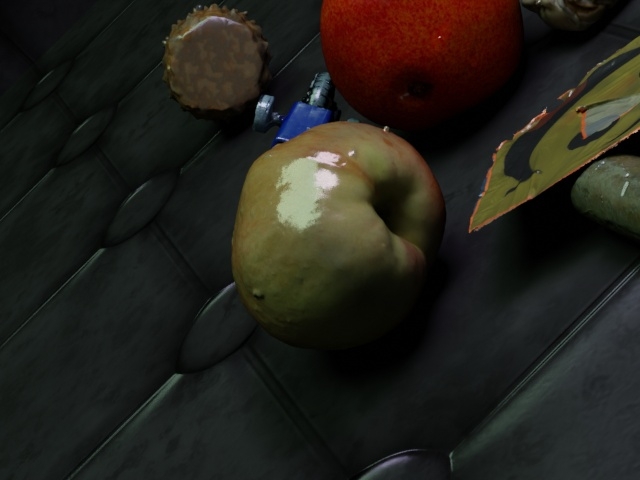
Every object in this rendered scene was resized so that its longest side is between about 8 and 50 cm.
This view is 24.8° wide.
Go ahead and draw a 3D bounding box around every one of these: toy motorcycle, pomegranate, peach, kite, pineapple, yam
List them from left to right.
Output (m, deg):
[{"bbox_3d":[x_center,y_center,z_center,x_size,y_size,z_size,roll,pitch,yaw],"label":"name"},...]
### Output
[{"bbox_3d":[-0.157,-0.261,2.120,0.169,0.169,0.340,-44,11,1],"label":"pineapple"},{"bbox_3d":[-0.029,-0.066,1.603,0.315,0.113,0.168,-68,-9,-57],"label":"toy motorcycle"},{"bbox_3d":[0.000,0.000,1.362,0.232,0.232,0.232,-35,26,20],"label":"peach"},{"bbox_3d":[0.109,-0.240,1.577,0.221,0.221,0.256,-30,22,29],"label":"pomegranate"},{"bbox_3d":[0.267,-0.130,1.290,0.377,0.013,0.327,-42,10,-15],"label":"kite"},{"bbox_3d":[0.263,-0.029,1.164,0.069,0.070,0.146,-47,29,-6],"label":"yam"}]

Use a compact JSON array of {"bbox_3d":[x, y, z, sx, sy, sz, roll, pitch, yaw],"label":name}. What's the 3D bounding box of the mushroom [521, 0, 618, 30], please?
[{"bbox_3d":[0.324,-0.388,1.579,0.397,0.126,0.177,-62,5,-37],"label":"mushroom"}]
